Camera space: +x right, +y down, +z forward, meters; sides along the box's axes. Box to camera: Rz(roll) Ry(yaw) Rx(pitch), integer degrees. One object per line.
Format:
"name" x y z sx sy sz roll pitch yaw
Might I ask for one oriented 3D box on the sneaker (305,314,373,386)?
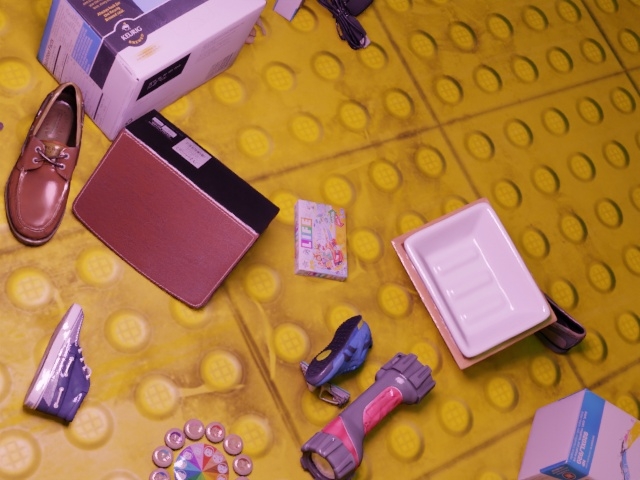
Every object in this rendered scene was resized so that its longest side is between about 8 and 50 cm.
"sneaker" 0.045 0.221 1.812 0.082 0.069 0.209 62 35 -13

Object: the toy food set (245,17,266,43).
"toy food set" -0.181 -0.448 2.088 0.122 0.019 0.078 -15 73 -23

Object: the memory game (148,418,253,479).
"memory game" -0.200 0.394 1.663 0.186 0.012 0.186 11 61 -20

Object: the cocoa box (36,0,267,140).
"cocoa box" -0.323 -0.403 1.865 0.228 0.231 0.347 48 55 3

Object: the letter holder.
"letter holder" -0.267 -0.052 1.787 0.302 0.214 0.152 38 24 -3

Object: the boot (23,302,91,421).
"boot" -0.416 0.204 1.627 0.086 0.069 0.190 28 65 -19

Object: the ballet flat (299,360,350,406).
"ballet flat" 0.002 0.269 1.809 0.114 0.041 0.041 36 56 -5

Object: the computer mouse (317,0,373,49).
"computer mouse" 0.089 -0.581 2.221 0.188 0.072 0.272 49 45 -30

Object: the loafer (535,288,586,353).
"loafer" 0.449 0.126 2.066 0.267 0.084 0.096 41 56 -2

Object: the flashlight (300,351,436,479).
"flashlight" 0.096 0.327 1.789 0.304 0.103 0.103 -35 110 -35

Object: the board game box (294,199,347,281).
"board game box" 0.000 0.000 1.946 0.103 0.026 0.154 9 62 -21

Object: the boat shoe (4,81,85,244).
"boat shoe" -0.487 -0.146 1.735 0.110 0.104 0.307 13 61 -20

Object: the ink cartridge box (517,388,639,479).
"ink cartridge box" 0.541 0.433 1.905 0.232 0.171 0.168 30 57 -9

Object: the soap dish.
"soap dish" 0.302 0.087 1.964 0.228 0.118 0.291 -25 77 -14

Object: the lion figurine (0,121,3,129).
"lion figurine" -0.707 -0.248 1.598 0.392 0.240 0.142 -2 67 -27

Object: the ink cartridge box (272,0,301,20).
"ink cartridge box" -0.047 -0.560 2.163 0.052 0.088 0.122 32 56 -3
